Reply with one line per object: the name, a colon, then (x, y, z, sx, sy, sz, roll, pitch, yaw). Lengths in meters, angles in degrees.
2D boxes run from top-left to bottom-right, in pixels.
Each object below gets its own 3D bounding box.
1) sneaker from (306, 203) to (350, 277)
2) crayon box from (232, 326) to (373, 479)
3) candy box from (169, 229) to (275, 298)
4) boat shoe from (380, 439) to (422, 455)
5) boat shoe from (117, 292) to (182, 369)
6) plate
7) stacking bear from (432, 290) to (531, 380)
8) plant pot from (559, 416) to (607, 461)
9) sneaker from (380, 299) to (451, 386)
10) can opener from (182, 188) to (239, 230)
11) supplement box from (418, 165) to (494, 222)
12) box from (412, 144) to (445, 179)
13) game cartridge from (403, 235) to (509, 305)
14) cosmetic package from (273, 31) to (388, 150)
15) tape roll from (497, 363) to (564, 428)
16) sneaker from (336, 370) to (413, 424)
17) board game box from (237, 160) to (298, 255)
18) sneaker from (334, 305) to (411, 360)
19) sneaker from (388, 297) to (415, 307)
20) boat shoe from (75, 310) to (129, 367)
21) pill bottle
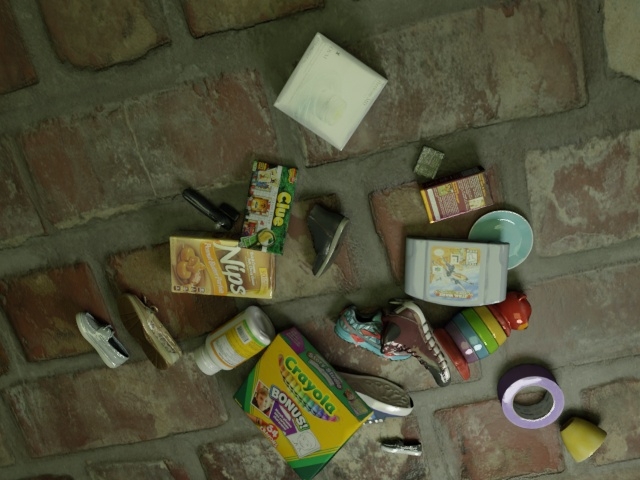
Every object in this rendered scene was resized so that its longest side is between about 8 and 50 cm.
sneaker: (0.000, 0.000, 1.739, 0.118, 0.083, 0.222, 31, 116, 15)
crayon box: (-0.064, 0.509, 1.791, 0.363, 0.106, 0.313, 44, 118, 19)
candy box: (-0.298, 0.072, 1.774, 0.316, 0.087, 0.183, 4, 107, 5)
boat shoe: (0.273, 0.694, 1.946, 0.142, 0.049, 0.040, 7, 90, 2)
boat shoe: (-0.560, 0.286, 1.882, 0.104, 0.089, 0.285, -18, 104, 38)
plate: (0.530, -0.001, 1.702, 0.188, 0.024, 0.188, 1, 108, 4)
stacking bear: (0.500, 0.260, 1.724, 0.289, 0.164, 0.175, -34, 146, 3)
plant pot: (0.823, 0.620, 1.830, 0.095, 0.134, 0.134, 45, 108, 16)
sneaker: (0.267, 0.335, 1.732, 0.162, 0.106, 0.281, -25, 86, -12)
can opener: (-0.341, -0.094, 1.750, 0.186, 0.073, 0.059, 31, 147, -2)
supplement box: (0.386, -0.132, 1.643, 0.188, 0.081, 0.104, -17, 105, 11)
box: (0.311, -0.224, 1.654, 0.067, 0.018, 0.083, 20, 109, -1)
game cartridge: (0.397, 0.093, 1.698, 0.297, 0.062, 0.198, 3, 97, 15)
cosmetic package: (0.030, -0.404, 1.563, 0.224, 0.138, 0.224, 32, 108, -6)
tape roll: (0.662, 0.492, 1.820, 0.189, 0.080, 0.189, 1, 108, 5)
sneaker: (0.117, 0.567, 1.883, 0.322, 0.130, 0.236, 15, 116, -2)
board game box: (-0.153, -0.095, 1.691, 0.136, 0.030, 0.260, 10, 88, -1)
sneaker: (0.180, 0.284, 1.789, 0.262, 0.104, 0.125, 21, 106, -2)
sneaker: (0.252, 0.202, 1.791, 0.083, 0.031, 0.035, 5, 109, 4)
boat shoe: (-0.716, 0.317, 1.909, 0.081, 0.079, 0.227, -28, 108, 4)
pill bottle: (-0.277, 0.325, 1.829, 0.245, 0.136, 0.136, -34, 102, 15)
